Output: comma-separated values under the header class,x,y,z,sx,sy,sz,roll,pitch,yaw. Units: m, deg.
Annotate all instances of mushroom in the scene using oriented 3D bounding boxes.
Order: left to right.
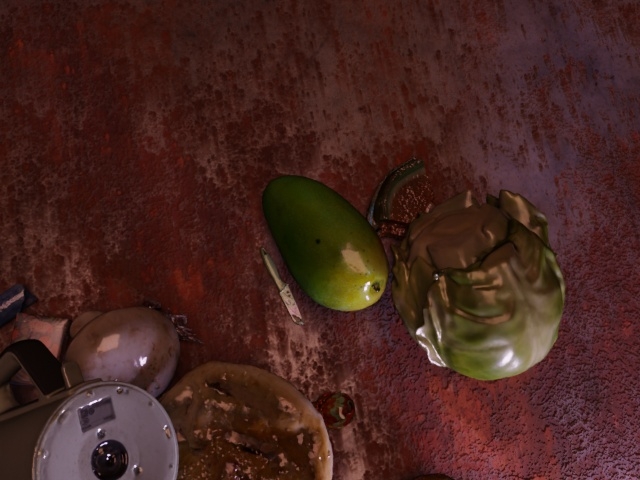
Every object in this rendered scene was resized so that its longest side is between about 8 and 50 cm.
class,x,y,z,sx,sy,sz,roll,pitch,yaw
mushroom,-0.418,0.224,1.263,0.244,0.243,0.243,2,75,-9

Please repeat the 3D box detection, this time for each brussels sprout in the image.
class,x,y,z,sx,sy,sz,roll,pitch,yaw
brussels sprout,0.350,0.116,1.342,0.425,0.343,0.360,-53,127,-50

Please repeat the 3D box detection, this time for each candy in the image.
class,x,y,z,sx,sy,sz,roll,pitch,yaw
candy,-0.066,0.357,1.346,0.288,0.084,0.078,8,78,0

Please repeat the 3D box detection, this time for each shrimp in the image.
class,x,y,z,sx,sy,sz,roll,pitch,yaw
shrimp,-0.325,0.184,1.353,0.165,0.056,0.065,26,67,-4

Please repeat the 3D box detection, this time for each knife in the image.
class,x,y,z,sx,sy,sz,roll,pitch,yaw
knife,-0.090,0.104,1.435,0.030,0.014,0.207,-25,82,-14

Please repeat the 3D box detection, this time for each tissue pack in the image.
class,x,y,z,sx,sy,sz,roll,pitch,yaw
tissue pack,-0.593,0.232,1.295,0.109,0.060,0.148,9,75,-8

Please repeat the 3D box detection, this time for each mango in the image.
class,x,y,z,sx,sy,sz,roll,pitch,yaw
mango,0.000,0.000,1.376,0.201,0.225,0.382,-35,64,-20

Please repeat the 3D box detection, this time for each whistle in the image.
class,x,y,z,sx,sy,sz,roll,pitch,yaw
whistle,-0.743,0.195,1.282,0.304,0.062,0.062,-36,83,-16

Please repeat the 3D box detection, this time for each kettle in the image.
class,x,y,z,sx,sy,sz,roll,pitch,yaw
kettle,-0.481,0.351,1.086,0.250,0.377,0.360,-22,90,-51

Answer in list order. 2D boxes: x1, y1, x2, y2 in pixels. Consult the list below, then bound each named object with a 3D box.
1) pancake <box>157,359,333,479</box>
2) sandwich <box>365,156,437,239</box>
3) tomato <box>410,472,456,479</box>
class,x,y,z,sx,sy,sz,roll,pitch,yaw
pancake,-0.164,0.418,1.164,0.387,0.082,0.386,0,84,4
sandwich,0.196,-0.089,1.497,0.235,0.079,0.159,-40,84,-17
tomato,0.251,0.574,1.283,0.214,0.181,0.155,37,68,-2
